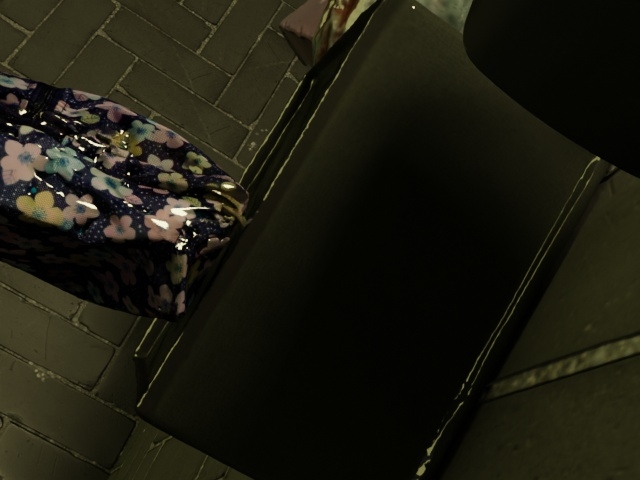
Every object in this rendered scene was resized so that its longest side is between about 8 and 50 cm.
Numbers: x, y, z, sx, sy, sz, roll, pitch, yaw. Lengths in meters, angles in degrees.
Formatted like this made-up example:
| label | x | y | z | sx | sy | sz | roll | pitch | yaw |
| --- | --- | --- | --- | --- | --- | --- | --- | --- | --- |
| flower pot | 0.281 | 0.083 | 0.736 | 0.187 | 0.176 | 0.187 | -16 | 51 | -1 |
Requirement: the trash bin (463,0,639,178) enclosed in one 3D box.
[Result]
| label | x | y | z | sx | sy | sz | roll | pitch | yaw |
| --- | --- | --- | --- | --- | --- | --- | --- | --- | --- |
| trash bin | 0.197 | -0.140 | 0.274 | 0.182 | 0.210 | 0.290 | -64 | 6 | -20 |

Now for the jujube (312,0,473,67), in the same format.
| label | x | y | z | sx | sy | sz | roll | pitch | yaw |
| --- | --- | --- | --- | --- | --- | --- | --- | --- | --- |
| jujube | 0.111 | -0.266 | 0.905 | 0.307 | 0.216 | 0.246 | -65 | -9 | -3 |

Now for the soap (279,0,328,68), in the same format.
| label | x | y | z | sx | sy | sz | roll | pitch | yaw |
| --- | --- | --- | --- | --- | --- | --- | --- | --- | --- |
| soap | 0.108 | -0.370 | 1.197 | 0.285 | 0.107 | 0.296 | -37 | 32 | -5 |

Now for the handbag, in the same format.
| label | x | y | z | sx | sy | sz | roll | pitch | yaw |
| --- | --- | --- | --- | --- | --- | --- | --- | --- | --- |
| handbag | -0.165 | -0.033 | 0.487 | 0.126 | 0.208 | 0.229 | -64 | 15 | -5 |

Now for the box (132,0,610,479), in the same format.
| label | x | y | z | sx | sy | sz | roll | pitch | yaw |
| --- | --- | --- | --- | --- | --- | --- | --- | --- | --- |
| box | 0.022 | 0.019 | 0.603 | 0.345 | 0.205 | 0.251 | -60 | 12 | -7 |
